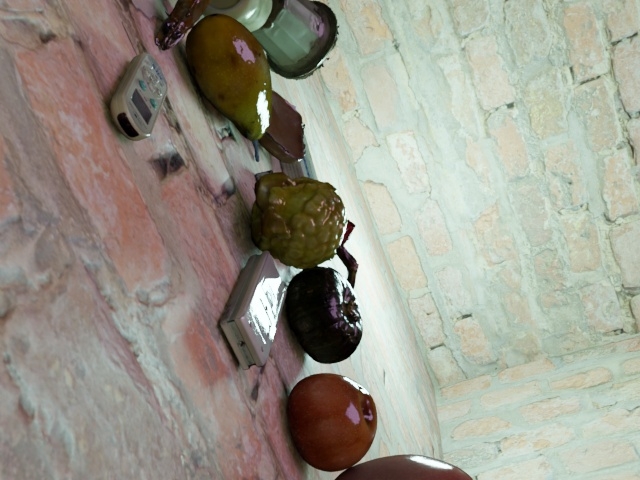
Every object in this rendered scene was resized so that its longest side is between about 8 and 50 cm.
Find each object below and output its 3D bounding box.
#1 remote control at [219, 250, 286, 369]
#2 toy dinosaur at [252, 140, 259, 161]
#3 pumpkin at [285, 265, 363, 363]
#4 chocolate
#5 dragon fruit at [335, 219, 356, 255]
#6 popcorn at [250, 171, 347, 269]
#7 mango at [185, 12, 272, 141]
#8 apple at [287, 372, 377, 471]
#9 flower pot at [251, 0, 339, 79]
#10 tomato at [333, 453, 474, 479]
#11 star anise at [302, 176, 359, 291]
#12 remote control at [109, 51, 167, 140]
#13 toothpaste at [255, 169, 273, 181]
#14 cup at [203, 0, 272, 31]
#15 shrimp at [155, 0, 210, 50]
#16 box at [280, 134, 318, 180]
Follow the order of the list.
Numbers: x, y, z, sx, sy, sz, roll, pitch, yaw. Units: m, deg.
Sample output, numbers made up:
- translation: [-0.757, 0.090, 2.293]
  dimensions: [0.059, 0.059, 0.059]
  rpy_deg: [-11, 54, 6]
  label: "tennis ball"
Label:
- translation: [-0.123, 0.124, 1.188]
  dimensions: [0.277, 0.056, 0.102]
  rpy_deg: [-77, 147, -66]
  label: "remote control"
- translation: [-0.181, -0.296, 1.587]
  dimensions: [0.080, 0.045, 0.197]
  rpy_deg: [-114, -168, -83]
  label: "toy dinosaur"
- translation: [0.015, 0.173, 1.490]
  dimensions: [0.238, 0.159, 0.237]
  rpy_deg: [-14, 90, -76]
  label: "pumpkin"
- translation: [-0.124, -0.310, 1.765]
  dimensions: [0.161, 0.083, 0.261]
  rpy_deg: [38, 31, -30]
  label: "chocolate"
- translation: [0.031, -0.014, 2.079]
  dimensions: [0.161, 0.121, 0.127]
  rpy_deg: [-60, 179, -42]
  label: "dragon fruit"
- translation: [-0.058, -0.044, 1.366]
  dimensions: [0.237, 0.205, 0.252]
  rpy_deg: [40, 16, 28]
  label: "popcorn"
- translation: [-0.182, -0.359, 1.396]
  dimensions: [0.176, 0.176, 0.329]
  rpy_deg: [-61, 154, -7]
  label: "mango"
- translation: [0.029, 0.360, 1.263]
  dimensions: [0.201, 0.162, 0.201]
  rpy_deg: [-17, 90, -80]
  label: "apple"
- translation: [-0.115, -0.694, 1.997]
  dimensions: [0.259, 0.291, 0.290]
  rpy_deg: [25, 47, -59]
  label: "flower pot"
- translation: [0.160, 0.562, 1.180]
  dimensions: [0.273, 0.342, 0.341]
  rpy_deg: [48, 23, -34]
  label: "tomato"
- translation: [-0.008, 0.007, 1.667]
  dimensions: [0.346, 0.148, 0.237]
  rpy_deg: [61, 9, -10]
  label: "star anise"
- translation: [-0.289, -0.232, 0.999]
  dimensions: [0.221, 0.042, 0.078]
  rpy_deg: [-91, 160, -52]
  label: "remote control"
- translation: [-0.118, -0.079, 1.553]
  dimensions: [0.040, 0.047, 0.196]
  rpy_deg: [88, -12, -74]
  label: "toothpaste"
- translation: [-0.234, -0.660, 1.571]
  dimensions: [0.202, 0.173, 0.255]
  rpy_deg: [-53, 125, -78]
  label: "cup"
- translation: [-0.274, -0.478, 1.302]
  dimensions: [0.058, 0.169, 0.296]
  rpy_deg: [35, 62, -15]
  label: "shrimp"
- translation: [-0.059, -0.198, 1.937]
  dimensions: [0.200, 0.065, 0.343]
  rpy_deg: [35, 38, -71]
  label: "box"
